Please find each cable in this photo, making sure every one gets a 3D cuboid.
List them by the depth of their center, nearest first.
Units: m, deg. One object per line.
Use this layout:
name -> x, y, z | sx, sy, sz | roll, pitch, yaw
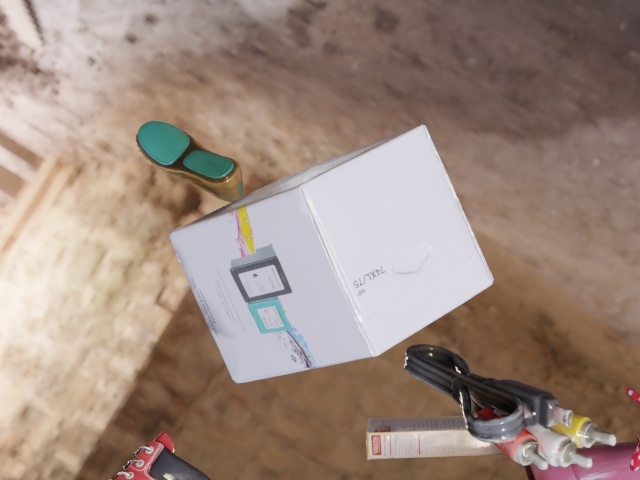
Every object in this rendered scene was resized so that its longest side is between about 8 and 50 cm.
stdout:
cable -> 0.163, 0.177, 1.546 | 0.139, 0.072, 0.287 | -9, -166, -35

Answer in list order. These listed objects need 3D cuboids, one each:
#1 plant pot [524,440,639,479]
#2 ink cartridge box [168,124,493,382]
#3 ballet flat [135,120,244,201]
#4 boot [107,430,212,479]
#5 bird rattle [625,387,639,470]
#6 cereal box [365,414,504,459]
plant pot -> 0.391, 0.357, 1.995 | 0.201, 0.180, 0.201 | -18, -90, -88
ink cartridge box -> 0.009, 0.020, 1.642 | 0.270, 0.198, 0.197 | -17, 99, 52
ballet flat -> -0.210, -0.119, 2.356 | 0.232, 0.080, 0.073 | 31, 157, 39
boot -> -0.248, 0.274, 1.597 | 0.244, 0.176, 0.088 | 20, 162, -7
bird rattle -> 0.511, 0.225, 1.821 | 0.207, 0.143, 0.253 | 20, 134, -18
cereal box -> 0.189, 0.297, 2.240 | 0.240, 0.047, 0.173 | -3, 180, 3
